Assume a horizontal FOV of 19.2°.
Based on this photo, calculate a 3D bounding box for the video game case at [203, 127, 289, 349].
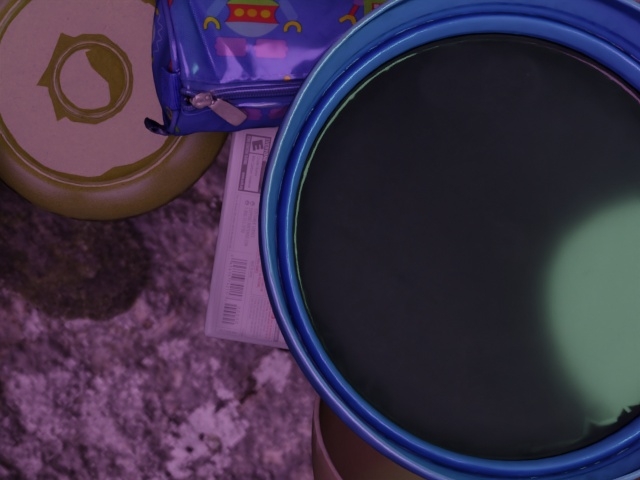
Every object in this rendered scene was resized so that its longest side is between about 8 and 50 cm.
[{"bbox_3d":[0.000,0.000,1.596,0.173,0.022,0.190,9,93,3],"label":"video game case"}]

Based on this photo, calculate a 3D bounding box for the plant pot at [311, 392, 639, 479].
[{"bbox_3d":[0.123,0.218,1.503,0.284,0.284,0.191,12,128,3],"label":"plant pot"}]

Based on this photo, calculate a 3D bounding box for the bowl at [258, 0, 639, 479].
[{"bbox_3d":[0.144,-0.003,1.399,0.391,0.077,0.391,2,79,-10],"label":"bowl"}]

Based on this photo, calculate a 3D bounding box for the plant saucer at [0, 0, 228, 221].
[{"bbox_3d":[-0.190,-0.135,1.592,0.241,0.037,0.241,0,93,4],"label":"plant saucer"}]

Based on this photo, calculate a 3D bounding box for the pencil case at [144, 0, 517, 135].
[{"bbox_3d":[0.011,-0.146,1.512,0.306,0.133,0.119,-2,131,-5],"label":"pencil case"}]
